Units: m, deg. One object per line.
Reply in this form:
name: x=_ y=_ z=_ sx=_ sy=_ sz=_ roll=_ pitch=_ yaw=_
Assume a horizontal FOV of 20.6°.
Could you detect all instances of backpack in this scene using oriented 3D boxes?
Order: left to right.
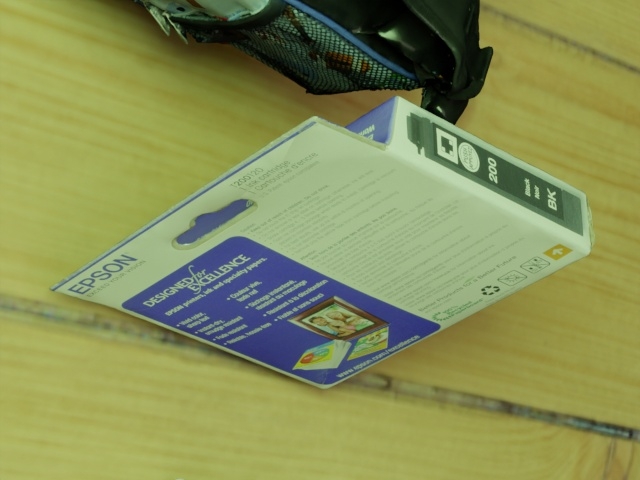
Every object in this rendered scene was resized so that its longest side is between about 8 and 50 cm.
backpack: x=-0.031 y=-0.221 z=0.884 sx=0.263 sy=0.213 sz=0.276 roll=28 pitch=68 yaw=-46

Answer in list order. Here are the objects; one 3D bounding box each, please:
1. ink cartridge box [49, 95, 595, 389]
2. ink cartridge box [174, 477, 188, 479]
ink cartridge box: x=0.000 y=0.000 z=0.928 sx=0.208 sy=0.206 sz=0.045 roll=23 pitch=50 yaw=-40
ink cartridge box: x=0.048 y=0.254 z=0.971 sx=0.283 sy=0.207 sz=0.117 roll=38 pitch=70 yaw=-34
